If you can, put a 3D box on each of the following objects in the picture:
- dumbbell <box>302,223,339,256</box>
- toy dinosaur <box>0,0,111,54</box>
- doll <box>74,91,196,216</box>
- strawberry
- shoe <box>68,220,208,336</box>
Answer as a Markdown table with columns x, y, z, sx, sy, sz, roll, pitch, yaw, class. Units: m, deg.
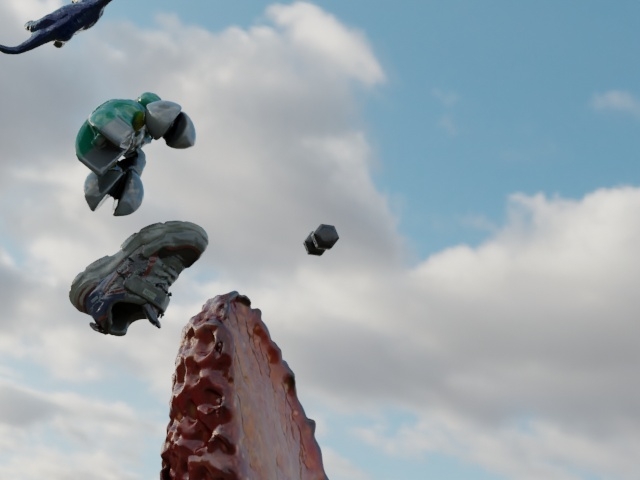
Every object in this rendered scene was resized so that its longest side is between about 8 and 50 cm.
| x | y | z | sx | sy | sz | roll | pitch | yaw | class |
| --- | --- | --- | --- | --- | --- | --- | --- | --- | --- |
| 0.000 | 0.000 | 1.689 | 0.036 | 0.040 | 0.083 | 38 | -17 | -4 | dumbbell |
| -0.431 | -0.383 | 1.948 | 0.188 | 0.247 | 0.075 | -4 | -66 | 60 | toy dinosaur |
| -0.265 | -0.157 | 1.688 | 0.153 | 0.258 | 0.195 | 34 | -45 | -3 | doll |
| -0.078 | 0.162 | 0.874 | 0.111 | 0.237 | 0.190 | -14 | 5 | 18 | strawberry |
| -0.257 | 0.065 | 1.669 | 0.227 | 0.125 | 0.099 | -32 | -37 | 2 | shoe |
